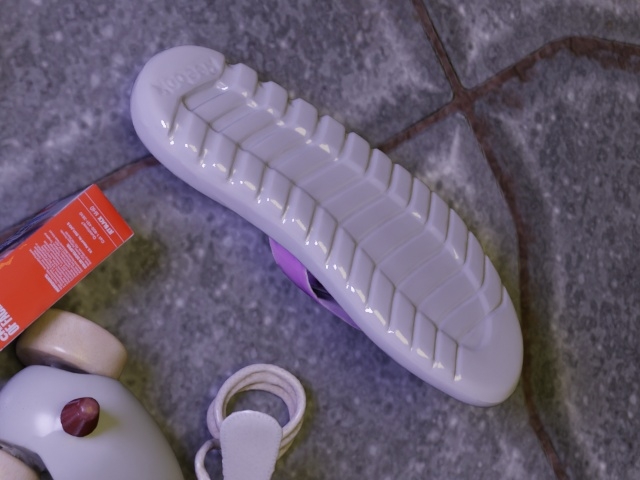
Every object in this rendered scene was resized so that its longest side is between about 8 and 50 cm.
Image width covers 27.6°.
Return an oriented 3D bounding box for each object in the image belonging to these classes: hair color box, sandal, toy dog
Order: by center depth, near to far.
[{"bbox_3d":[-0.228,0.032,0.967,0.167,0.093,0.053,-46,106,-29],"label":"hair color box"},{"bbox_3d":[-0.116,0.177,0.977,0.334,0.161,0.220,16,75,-30],"label":"toy dog"},{"bbox_3d":[0.007,-0.009,1.127,0.416,0.102,0.169,42,48,-7],"label":"sandal"}]
